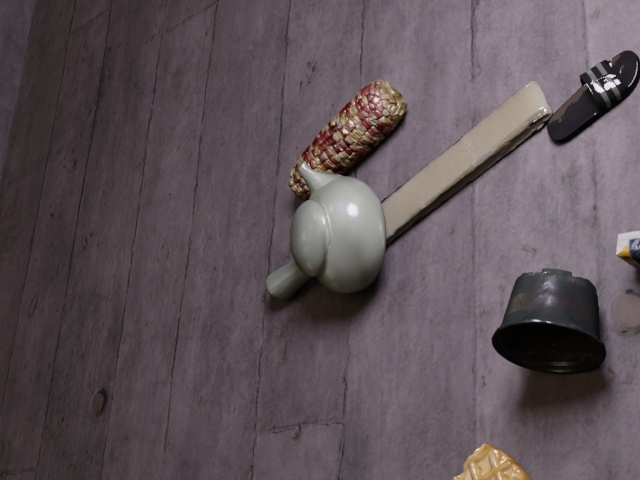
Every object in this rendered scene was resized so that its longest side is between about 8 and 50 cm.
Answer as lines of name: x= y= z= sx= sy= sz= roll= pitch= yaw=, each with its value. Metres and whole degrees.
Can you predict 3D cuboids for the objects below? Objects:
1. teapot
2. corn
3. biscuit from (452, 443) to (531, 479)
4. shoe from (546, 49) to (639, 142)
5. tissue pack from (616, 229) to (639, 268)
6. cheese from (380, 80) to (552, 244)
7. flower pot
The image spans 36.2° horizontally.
teapot: x=0.009 y=0.028 z=1.765 sx=0.220 sy=0.149 sz=0.318 roll=-116 pitch=33 yaw=-48
corn: x=0.046 y=-0.186 z=1.865 sx=0.290 sy=0.098 sz=0.098 roll=-45 pitch=45 yaw=28
biscuit: x=0.225 y=0.464 z=1.405 sx=0.204 sy=0.040 sz=0.309 roll=30 pitch=95 yaw=49
shoe: x=0.417 y=-0.227 z=1.522 sx=0.179 sy=0.049 sz=0.071 roll=-44 pitch=46 yaw=23
tissue pack: x=0.461 y=0.011 z=1.354 sx=0.083 sy=0.062 sz=0.042 roll=-9 pitch=64 yaw=44
cheese: x=0.229 y=-0.122 z=1.687 sx=0.400 sy=0.034 sz=0.085 roll=-40 pitch=49 yaw=27
flower pot: x=0.328 y=0.110 z=1.393 sx=0.157 sy=0.157 sz=0.107 roll=-18 pitch=47 yaw=41
